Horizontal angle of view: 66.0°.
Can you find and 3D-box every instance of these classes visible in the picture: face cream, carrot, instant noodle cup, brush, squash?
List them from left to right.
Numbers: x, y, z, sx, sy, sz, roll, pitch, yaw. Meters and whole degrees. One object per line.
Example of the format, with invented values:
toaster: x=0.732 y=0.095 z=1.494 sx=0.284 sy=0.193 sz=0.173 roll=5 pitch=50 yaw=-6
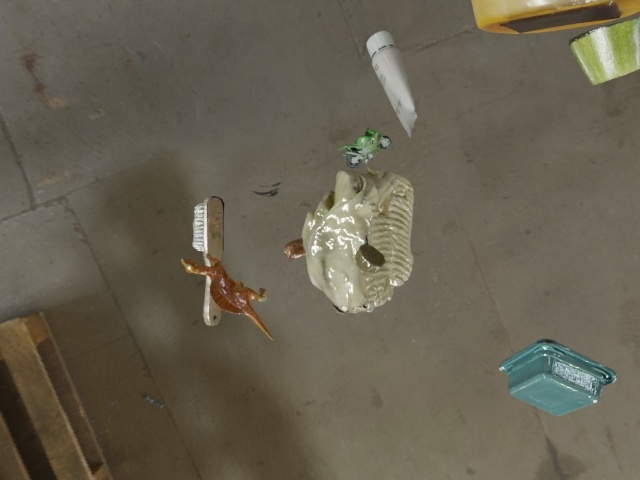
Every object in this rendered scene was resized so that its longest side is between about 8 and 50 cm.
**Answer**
brush: x=-0.288 y=0.052 z=1.254 sx=0.065 sy=0.070 sz=0.327 roll=-1 pitch=90 yaw=25
carrot: x=0.000 y=0.000 z=1.489 sx=0.248 sy=0.059 sz=0.059 roll=-21 pitch=96 yaw=-24
face cream: x=0.226 y=-0.473 z=1.472 sx=0.089 sy=0.143 sz=0.314 roll=-19 pitch=77 yaw=-3
instant noodle cup: x=0.446 y=0.272 z=0.945 sx=0.157 sy=0.179 sz=0.070 roll=25 pitch=56 yaw=3
squash: x=0.680 y=-0.441 z=1.141 sx=0.170 sy=0.170 sz=0.122 roll=-20 pitch=97 yaw=-2

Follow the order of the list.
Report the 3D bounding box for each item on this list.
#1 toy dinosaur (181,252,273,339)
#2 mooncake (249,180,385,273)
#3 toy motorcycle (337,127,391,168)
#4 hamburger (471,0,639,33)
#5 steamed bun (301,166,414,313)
toy dinosaur: x=-0.172 y=0.108 z=0.977 sx=0.057 sy=0.142 sz=0.212 roll=-47 pitch=69 yaw=18
mooncake: x=-0.013 y=-0.044 z=1.001 sx=0.150 sy=0.347 sz=0.057 roll=7 pitch=115 yaw=-37
toy motorcycle: x=0.161 y=-0.337 z=1.763 sx=0.190 sy=0.074 sz=0.106 roll=-32 pitch=95 yaw=-7
hamburger: x=0.378 y=-0.435 z=0.783 sx=0.300 sy=0.300 sz=0.176 roll=-5 pitch=105 yaw=-4
steamed bun: x=0.071 y=-0.006 z=1.209 sx=0.237 sy=0.394 sz=0.346 roll=0 pitch=137 yaw=32
